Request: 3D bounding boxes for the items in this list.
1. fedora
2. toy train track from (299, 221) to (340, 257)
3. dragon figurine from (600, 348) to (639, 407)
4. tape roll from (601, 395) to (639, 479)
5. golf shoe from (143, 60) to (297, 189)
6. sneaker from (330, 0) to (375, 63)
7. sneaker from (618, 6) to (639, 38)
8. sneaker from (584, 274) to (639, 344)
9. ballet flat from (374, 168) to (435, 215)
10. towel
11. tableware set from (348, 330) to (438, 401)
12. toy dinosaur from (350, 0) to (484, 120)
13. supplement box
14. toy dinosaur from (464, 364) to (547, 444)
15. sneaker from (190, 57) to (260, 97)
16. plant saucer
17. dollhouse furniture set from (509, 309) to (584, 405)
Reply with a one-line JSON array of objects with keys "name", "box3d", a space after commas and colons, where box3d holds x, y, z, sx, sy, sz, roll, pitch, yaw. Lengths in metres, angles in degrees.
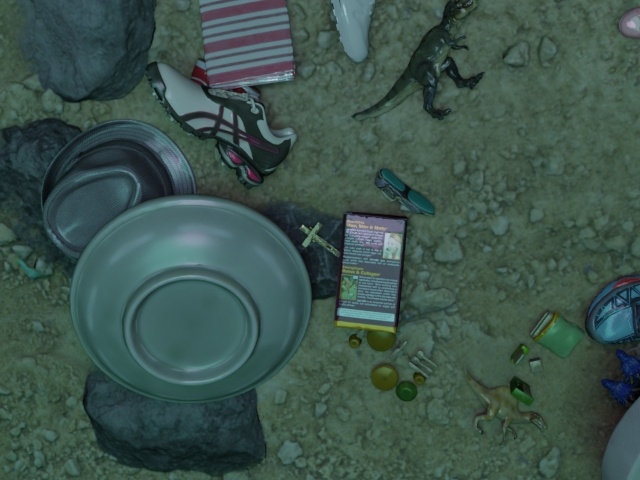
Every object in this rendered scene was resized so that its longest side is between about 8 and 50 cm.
[{"name": "fedora", "box3d": [-0.353, -0.065, 1.511, 0.275, 0.124, 0.244, -30, 97, 12]}, {"name": "toy train track", "box3d": [0.000, 0.000, 1.539, 0.083, 0.014, 0.048, 37, 96, -7]}, {"name": "dragon figurine", "box3d": [0.556, 0.277, 1.461, 0.289, 0.144, 0.085, 42, 104, -3]}, {"name": "tape roll", "box3d": [0.624, 0.324, 1.411, 0.392, 0.072, 0.392, -8, 123, -13]}, {"name": "golf shoe", "box3d": [-0.158, -0.205, 1.438, 0.120, 0.105, 0.273, -40, 125, 13]}, {"name": "sneaker", "box3d": [0.056, -0.396, 1.417, 0.095, 0.090, 0.235, -11, 102, -1]}, {"name": "sneaker", "box3d": [0.525, -0.332, 1.377, 0.134, 0.070, 0.051, -1, 104, 8]}, {"name": "sneaker", "box3d": [0.548, 0.102, 1.435, 0.262, 0.125, 0.104, -20, 98, 10]}, {"name": "ballet flat", "box3d": [0.136, -0.072, 1.499, 0.114, 0.041, 0.041, 38, 103, -2]}, {"name": "towel", "box3d": [-0.118, -0.342, 1.458, 0.144, 0.029, 0.197, -8, 84, 7]}, {"name": "tableware set", "box3d": [0.117, 0.205, 1.564, 0.154, 0.024, 0.104, 36, 107, -2]}, {"name": "toy dinosaur", "box3d": [0.179, -0.261, 1.442, 0.118, 0.064, 0.268, 42, 106, 4]}, {"name": "supplement box", "box3d": [0.083, 0.050, 1.491, 0.104, 0.081, 0.188, 6, 94, 7]}, {"name": "toy dinosaur", "box3d": [0.293, 0.285, 1.552, 0.183, 0.053, 0.092, 33, 88, -8]}, {"name": "sneaker", "box3d": [-0.160, -0.244, 1.493, 0.118, 0.042, 0.067, 28, 102, 6]}, {"name": "plant saucer", "box3d": [-0.209, 0.123, 1.482, 0.400, 0.100, 0.400, -2, 118, -5]}, {"name": "dollhouse furniture set", "box3d": [0.368, 0.195, 1.510, 0.076, 0.058, 0.152, 34, 104, -1]}]
